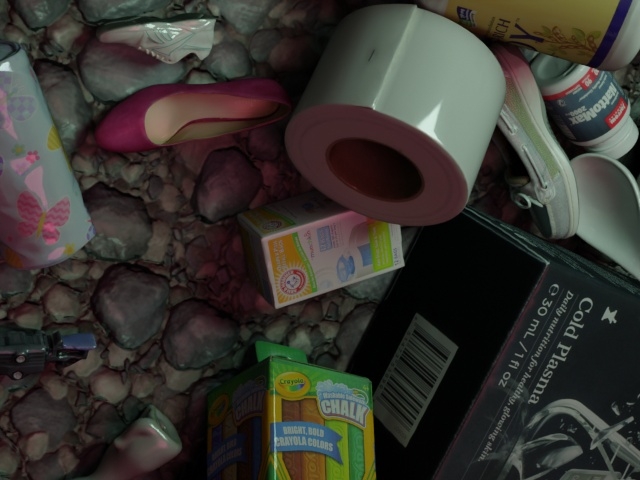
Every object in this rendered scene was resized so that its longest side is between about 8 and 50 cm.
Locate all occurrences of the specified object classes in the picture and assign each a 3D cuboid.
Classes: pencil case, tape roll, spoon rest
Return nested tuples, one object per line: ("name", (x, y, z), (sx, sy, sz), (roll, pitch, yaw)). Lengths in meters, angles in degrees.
("pencil case", (-0.367, -0.098, 1.298), (0.124, 0.113, 0.273), (-20, 118, -5))
("tape roll", (0.096, -0.154, 1.386), (0.246, 0.246, 0.169), (42, 58, -32))
("spoon rest", (0.459, -0.013, 1.621), (0.084, 0.276, 0.137), (-32, 166, -47))

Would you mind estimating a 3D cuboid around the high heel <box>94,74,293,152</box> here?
("high heel", (-0.157, -0.151, 1.371), (0.244, 0.117, 0.082), (-14, 116, -20))

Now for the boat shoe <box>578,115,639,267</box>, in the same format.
("boat shoe", (0.504, -0.118, 1.696), (0.095, 0.112, 0.335), (18, 98, -10))

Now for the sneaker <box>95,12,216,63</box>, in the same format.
("sneaker", (-0.202, -0.247, 1.350), (0.152, 0.054, 0.061), (-6, 115, -23))

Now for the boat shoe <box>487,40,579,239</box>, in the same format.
("boat shoe", (0.287, -0.133, 1.593), (0.103, 0.118, 0.320), (-28, 116, -6))

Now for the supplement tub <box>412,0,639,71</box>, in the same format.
("supplement tub", (0.251, -0.363, 1.343), (0.331, 0.241, 0.241), (17, 105, 3))

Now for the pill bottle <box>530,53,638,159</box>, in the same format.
("pill bottle", (0.394, -0.203, 1.614), (0.108, 0.108, 0.180), (-47, 122, -1))

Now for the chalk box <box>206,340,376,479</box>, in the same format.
("chalk box", (-0.043, 0.275, 1.526), (0.180, 0.179, 0.289), (15, 59, -32))

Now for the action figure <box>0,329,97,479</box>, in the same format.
("action figure", (-0.438, 0.217, 1.361), (0.341, 0.178, 0.330), (-7, 122, -22))

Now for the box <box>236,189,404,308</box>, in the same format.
("box", (0.000, 0.000, 1.514), (0.203, 0.103, 0.114), (-17, 116, -18))

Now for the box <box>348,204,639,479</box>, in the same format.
("box", (0.317, 0.254, 1.659), (0.471, 0.297, 0.480), (20, 101, -32))

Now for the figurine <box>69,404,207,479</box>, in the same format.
("figurine", (-0.260, 0.366, 1.556), (0.209, 0.092, 0.215), (-41, 121, 0))
